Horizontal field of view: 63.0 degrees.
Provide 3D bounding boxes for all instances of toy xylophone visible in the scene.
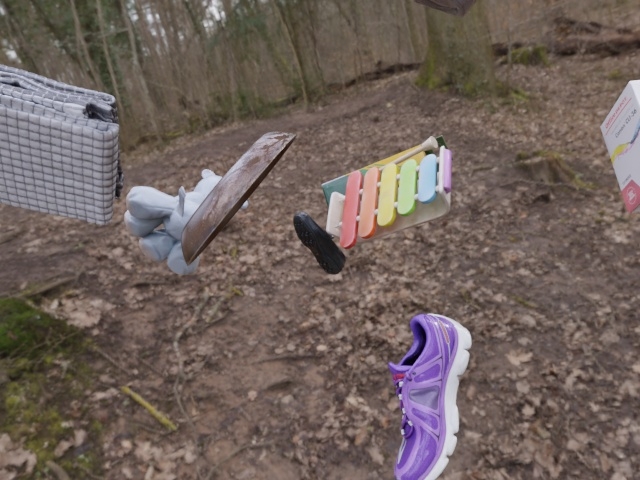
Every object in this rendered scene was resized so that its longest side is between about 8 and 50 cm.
[{"bbox_3d":[0.155,-0.111,1.139,0.322,0.081,0.236,-27,45,34],"label":"toy xylophone"}]

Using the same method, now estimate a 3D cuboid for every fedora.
[{"bbox_3d":[0.295,-0.597,1.208,0.243,0.124,0.275,21,20,2],"label":"fedora"}]

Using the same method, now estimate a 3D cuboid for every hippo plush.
[{"bbox_3d":[-0.329,-0.091,1.311,0.294,0.234,0.237,-48,7,42],"label":"hippo plush"}]

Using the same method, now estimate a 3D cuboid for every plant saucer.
[{"bbox_3d":[-0.156,-0.088,0.950,0.311,0.050,0.310,-48,8,9],"label":"plant saucer"}]

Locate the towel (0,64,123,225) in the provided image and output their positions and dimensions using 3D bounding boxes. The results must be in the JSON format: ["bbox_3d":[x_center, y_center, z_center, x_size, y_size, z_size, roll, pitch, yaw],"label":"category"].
[{"bbox_3d":[-0.494,-0.172,0.931,0.283,0.235,0.121,12,43,-8],"label":"towel"}]

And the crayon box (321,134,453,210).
[{"bbox_3d":[0.190,-0.145,1.361,0.322,0.083,0.203,-21,-16,18],"label":"crayon box"}]

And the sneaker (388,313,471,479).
[{"bbox_3d":[0.094,0.155,0.517,0.071,0.170,0.068,20,-21,-14],"label":"sneaker"}]

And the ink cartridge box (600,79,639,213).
[{"bbox_3d":[0.477,-0.154,0.764,0.067,0.198,0.115,-5,-24,4],"label":"ink cartridge box"}]

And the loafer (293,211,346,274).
[{"bbox_3d":[0.000,0.000,1.494,0.076,0.223,0.078,-2,41,49],"label":"loafer"}]
